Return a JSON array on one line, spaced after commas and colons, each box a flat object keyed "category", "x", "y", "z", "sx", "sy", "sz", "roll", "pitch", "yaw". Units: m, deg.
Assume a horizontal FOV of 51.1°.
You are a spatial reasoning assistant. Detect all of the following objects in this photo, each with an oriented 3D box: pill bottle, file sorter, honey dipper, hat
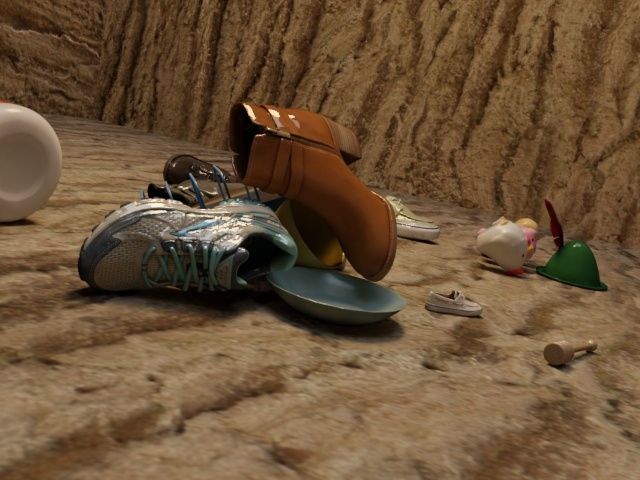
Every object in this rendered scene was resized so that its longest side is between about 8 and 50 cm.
[{"category": "pill bottle", "x": -0.582, "y": -0.150, "z": 1.070, "sx": 0.323, "sy": 0.181, "sz": 0.182, "roll": 18, "pitch": 11, "yaw": 29}, {"category": "file sorter", "x": -0.179, "y": -0.049, "z": 1.016, "sx": 0.171, "sy": 0.104, "sz": 0.118, "roll": -21, "pitch": 17, "yaw": -10}, {"category": "honey dipper", "x": 0.357, "y": 0.151, "z": 0.937, "sx": 0.031, "sy": 0.030, "sz": 0.161, "roll": 20, "pitch": 11, "yaw": 39}, {"category": "hat", "x": 0.622, "y": 0.008, "z": 1.606, "sx": 0.173, "sy": 0.183, "sz": 0.209, "roll": 19, "pitch": 12, "yaw": 32}]

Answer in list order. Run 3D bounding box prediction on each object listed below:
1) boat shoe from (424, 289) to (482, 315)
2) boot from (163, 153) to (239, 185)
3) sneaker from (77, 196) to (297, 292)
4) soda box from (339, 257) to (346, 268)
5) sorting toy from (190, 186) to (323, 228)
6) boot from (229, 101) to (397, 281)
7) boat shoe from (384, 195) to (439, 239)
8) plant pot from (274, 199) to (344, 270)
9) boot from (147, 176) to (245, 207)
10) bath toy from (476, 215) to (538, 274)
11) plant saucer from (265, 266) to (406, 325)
[{"category": "boat shoe", "x": 0.213, "y": 0.096, "z": 1.056, "sx": 0.100, "sy": 0.035, "sz": 0.035, "roll": 9, "pitch": 10, "yaw": -16}, {"category": "boot", "x": -0.257, "y": -0.160, "z": 1.780, "sx": 0.229, "sy": 0.091, "sz": 0.263, "roll": 18, "pitch": 9, "yaw": 33}, {"category": "sneaker", "x": -0.152, "y": 0.012, "z": 0.831, "sx": 0.283, "sy": 0.110, "sz": 0.122, "roll": -13, "pitch": 36, "yaw": -36}, {"category": "soda box", "x": 0.000, "y": 0.000, "z": 1.262, "sx": 0.058, "sy": 0.062, "sz": 0.183, "roll": 8, "pitch": 10, "yaw": -17}, {"category": "sorting toy", "x": -0.083, "y": -0.064, "z": 1.225, "sx": 0.257, "sy": 0.089, "sz": 0.255, "roll": -15, "pitch": 9, "yaw": 14}, {"category": "boot", "x": -0.012, "y": -0.075, "z": 0.960, "sx": 0.220, "sy": 0.283, "sz": 0.109, "roll": 7, "pitch": -28, "yaw": -42}, {"category": "boat shoe", "x": 0.180, "y": -0.074, "z": 1.802, "sx": 0.303, "sy": 0.094, "sz": 0.109, "roll": 17, "pitch": 11, "yaw": 26}, {"category": "plant pot", "x": -0.040, "y": 0.003, "z": 1.050, "sx": 0.095, "sy": 0.134, "sz": 0.134, "roll": -30, "pitch": -10, "yaw": 25}, {"category": "boot", "x": -0.248, "y": -0.086, "z": 1.467, "sx": 0.247, "sy": 0.083, "sz": 0.161, "roll": 11, "pitch": 15, "yaw": 29}, {"category": "bath toy", "x": 0.467, "y": 0.007, "z": 1.640, "sx": 0.152, "sy": 0.129, "sz": 0.348, "roll": -31, "pitch": -5, "yaw": 16}, {"category": "plant saucer", "x": 0.018, "y": 0.080, "z": 0.909, "sx": 0.195, "sy": 0.037, "sz": 0.195, "roll": 11, "pitch": 10, "yaw": -2}]
